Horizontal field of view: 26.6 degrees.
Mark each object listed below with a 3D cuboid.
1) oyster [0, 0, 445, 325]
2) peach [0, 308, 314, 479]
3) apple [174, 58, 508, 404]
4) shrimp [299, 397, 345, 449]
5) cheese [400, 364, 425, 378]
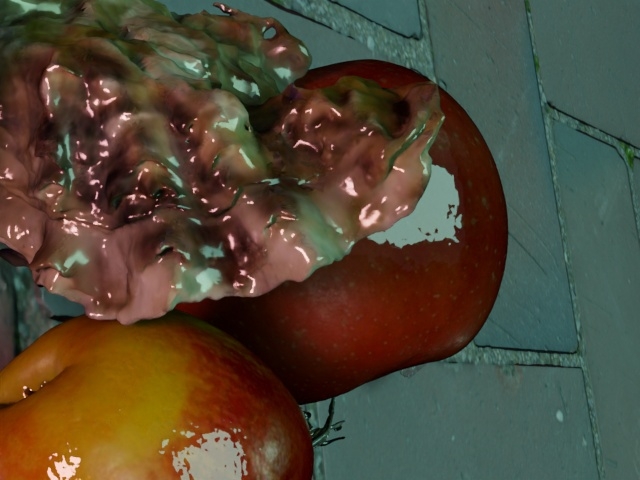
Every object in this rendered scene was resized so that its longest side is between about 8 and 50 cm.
[{"bbox_3d":[-0.103,-0.086,0.788,0.238,0.351,0.114,-33,150,-19],"label":"oyster"},{"bbox_3d":[-0.104,0.136,0.780,0.192,0.190,0.190,44,39,-15],"label":"peach"},{"bbox_3d":[0.000,0.000,0.959,0.260,0.260,0.216,-12,80,-60],"label":"apple"},{"bbox_3d":[-0.047,0.147,0.976,0.190,0.073,0.074,4,61,-42],"label":"shrimp"},{"bbox_3d":[0.042,-0.015,1.211,0.189,0.074,0.286,-35,106,-59],"label":"cheese"}]
